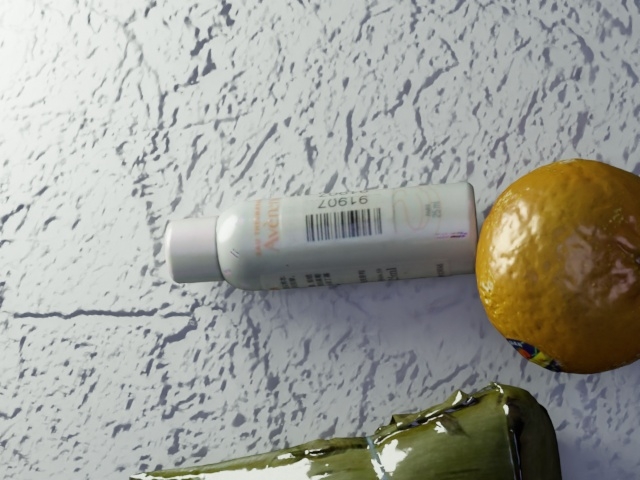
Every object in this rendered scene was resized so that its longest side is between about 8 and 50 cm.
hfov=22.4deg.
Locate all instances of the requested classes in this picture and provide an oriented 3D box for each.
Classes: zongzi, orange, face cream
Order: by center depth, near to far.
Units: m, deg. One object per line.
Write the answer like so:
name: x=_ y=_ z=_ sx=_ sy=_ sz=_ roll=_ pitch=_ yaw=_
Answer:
zongzi: x=0.029 y=0.301 z=1.298 sx=0.361 sy=0.160 sz=0.322 roll=-9 pitch=67 yaw=6
orange: x=0.214 y=0.022 z=1.314 sx=0.178 sy=0.155 sz=0.177 roll=0 pitch=80 yaw=-3
face cream: x=0.000 y=0.000 z=1.382 sx=0.269 sy=0.082 sz=0.082 roll=-5 pitch=84 yaw=5
